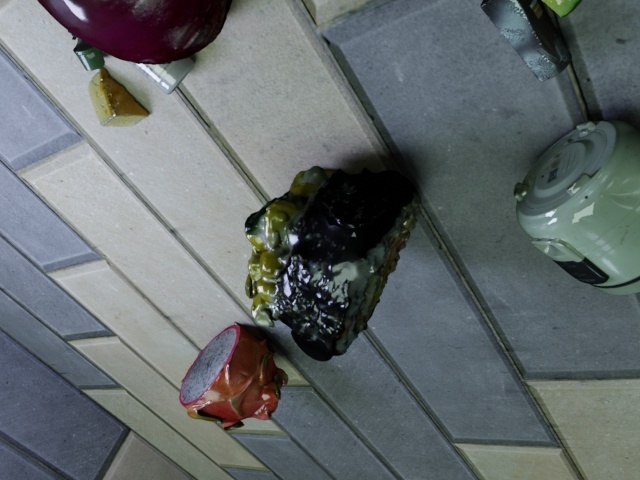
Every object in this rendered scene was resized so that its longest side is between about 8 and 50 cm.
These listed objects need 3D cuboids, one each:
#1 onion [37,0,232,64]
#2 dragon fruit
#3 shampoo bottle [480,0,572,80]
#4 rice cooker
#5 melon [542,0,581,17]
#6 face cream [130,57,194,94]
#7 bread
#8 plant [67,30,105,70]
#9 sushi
[{"bbox_3d":[-0.277,-0.398,0.811,0.282,0.260,0.336,-5,132,24],"label":"onion"},{"bbox_3d":[-0.238,0.413,1.661,0.226,0.305,0.305,38,139,-20],"label":"dragon fruit"},{"bbox_3d":[0.264,-0.313,0.782,0.208,0.057,0.064,45,140,-22],"label":"shampoo bottle"},{"bbox_3d":[0.439,-0.042,0.871,0.244,0.226,0.226,33,140,-14],"label":"rice cooker"},{"bbox_3d":[0.276,-0.380,0.700,0.210,0.064,0.118,38,143,-12],"label":"melon"},{"bbox_3d":[-0.349,-0.375,1.003,0.269,0.082,0.082,41,138,-17],"label":"face cream"},{"bbox_3d":[-0.423,-0.291,1.183,0.084,0.080,0.109,-21,88,41],"label":"bread"},{"bbox_3d":[-0.444,-0.373,1.076,0.051,0.051,0.102,7,133,20],"label":"plant"},{"bbox_3d":[0.000,0.000,1.063,0.285,0.328,0.328,27,143,14],"label":"sushi"}]
